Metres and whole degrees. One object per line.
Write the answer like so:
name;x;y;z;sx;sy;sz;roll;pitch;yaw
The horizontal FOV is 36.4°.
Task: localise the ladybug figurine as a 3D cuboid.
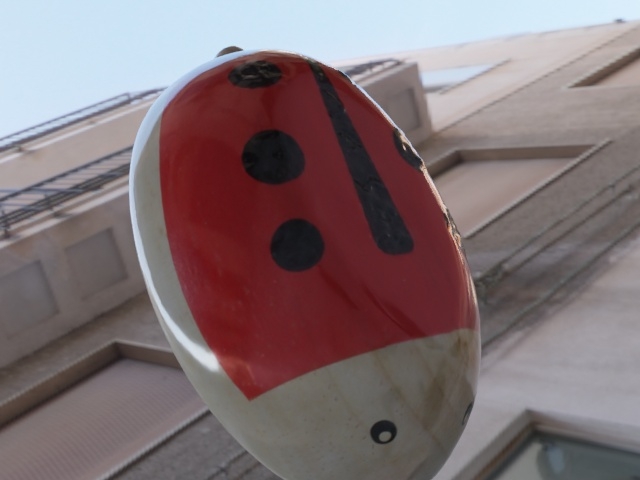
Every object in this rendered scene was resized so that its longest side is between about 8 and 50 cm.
ladybug figurine;0.000;0.000;0.849;0.305;0.162;0.449;-9;-115;-40
